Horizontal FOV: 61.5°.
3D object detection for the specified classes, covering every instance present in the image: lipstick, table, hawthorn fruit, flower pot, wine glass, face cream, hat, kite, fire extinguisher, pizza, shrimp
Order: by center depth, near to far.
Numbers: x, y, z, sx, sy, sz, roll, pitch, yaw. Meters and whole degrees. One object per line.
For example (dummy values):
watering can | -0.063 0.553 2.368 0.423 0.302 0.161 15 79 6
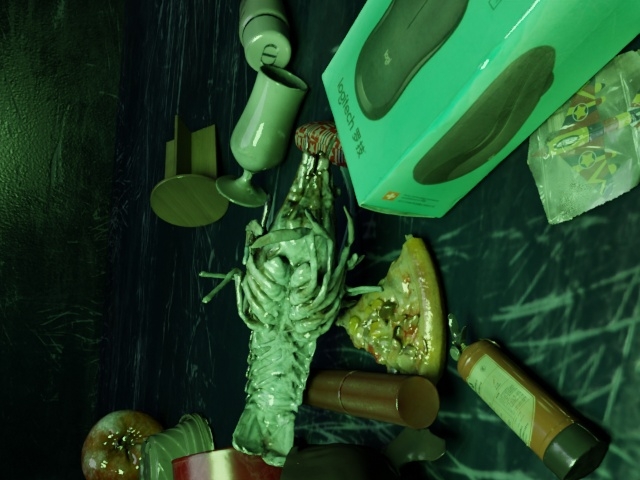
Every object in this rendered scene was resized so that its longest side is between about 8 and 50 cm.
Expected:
kite | 0.257 -0.105 0.405 0.245 0.015 0.141 -25 64 58
fire extinguisher | 0.174 0.136 0.494 0.177 0.050 0.062 46 152 50
hat | 0.061 0.344 0.596 0.336 0.208 0.238 89 176 -58
shrimp | -0.042 0.078 0.653 0.166 0.221 0.411 -75 -4 -62
pizza | 0.075 0.093 0.664 0.195 0.052 0.185 -23 66 55
lipstick | 0.028 0.194 0.693 0.356 0.057 0.058 156 113 -64
wine glass | -0.102 -0.179 0.936 0.231 0.103 0.103 -64 38 28
face cream | -0.109 -0.427 1.001 0.143 0.089 0.315 -57 31 40
table | -0.297 -0.170 1.233 0.167 0.167 0.227 -54 35 43
flower pot | -0.339 0.523 1.248 0.235 0.140 0.236 -14 74 58
hawthorn fruit | -0.533 0.610 1.508 0.263 0.231 0.235 66 175 -35

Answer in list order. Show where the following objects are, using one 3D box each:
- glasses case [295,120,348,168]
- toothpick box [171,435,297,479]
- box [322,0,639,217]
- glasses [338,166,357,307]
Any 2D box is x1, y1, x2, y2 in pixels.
glasses case | 0.026 -0.136 0.741 0.194 0.073 0.049 33 122 55
toothpick box | -0.106 0.482 0.795 0.204 0.204 0.334 -42 53 50
box | 0.133 -0.190 0.519 0.311 0.118 0.205 -49 47 47
glasses | -0.026 -0.005 0.806 0.189 0.088 0.221 -9 80 59
